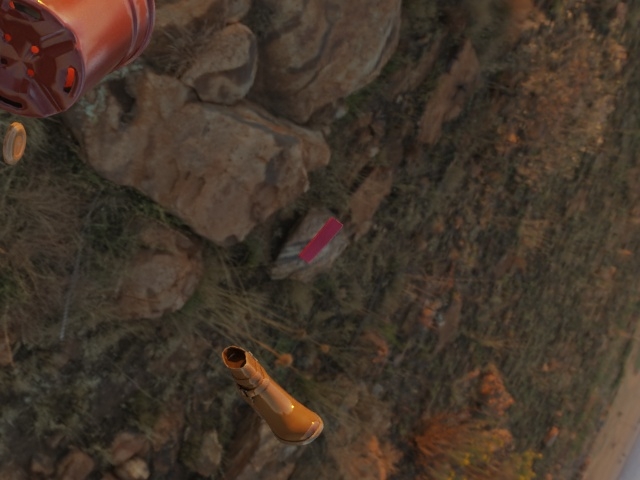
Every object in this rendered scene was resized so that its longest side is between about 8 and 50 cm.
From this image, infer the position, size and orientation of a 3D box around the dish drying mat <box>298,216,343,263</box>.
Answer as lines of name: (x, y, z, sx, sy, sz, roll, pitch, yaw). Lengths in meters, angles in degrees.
dish drying mat: (0.000, 0.000, 1.021, 0.083, 0.008, 0.032, -50, 135, 4)

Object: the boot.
boot: (-0.091, 0.265, 1.098, 0.073, 0.197, 0.152, -44, 123, -28)

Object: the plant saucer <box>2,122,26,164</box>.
plant saucer: (-0.598, -0.189, 1.251, 0.083, 0.013, 0.083, -167, -90, -86)

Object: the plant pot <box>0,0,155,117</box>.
plant pot: (-0.439, -0.350, 1.043, 0.265, 0.272, 0.272, -85, 172, -51)
